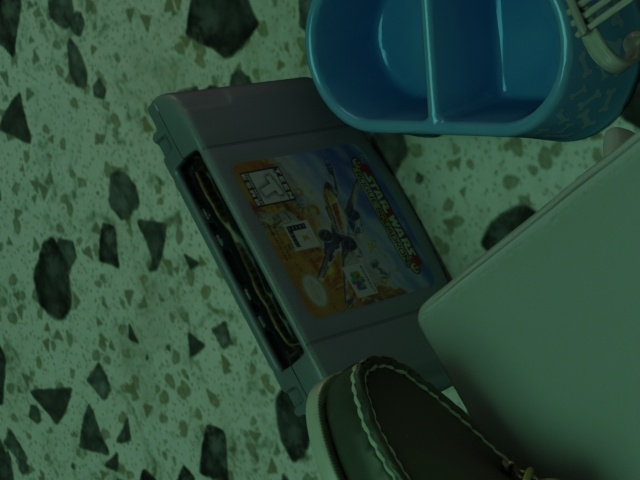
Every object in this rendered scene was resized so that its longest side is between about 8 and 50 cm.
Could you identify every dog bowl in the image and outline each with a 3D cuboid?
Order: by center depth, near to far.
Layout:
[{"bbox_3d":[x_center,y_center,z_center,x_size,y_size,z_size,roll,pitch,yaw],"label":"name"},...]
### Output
[{"bbox_3d":[0.105,-0.155,1.266,0.297,0.074,0.166,6,104,44],"label":"dog bowl"}]

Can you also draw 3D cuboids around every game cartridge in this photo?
[{"bbox_3d":[0.000,0.000,1.324,0.062,0.198,0.297,-42,71,44],"label":"game cartridge"}]

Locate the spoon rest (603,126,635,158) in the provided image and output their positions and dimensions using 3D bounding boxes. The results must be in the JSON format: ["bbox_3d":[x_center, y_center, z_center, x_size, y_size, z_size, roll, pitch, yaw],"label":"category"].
[{"bbox_3d":[0.256,-0.115,1.021,0.137,0.084,0.276,25,140,-2],"label":"spoon rest"}]

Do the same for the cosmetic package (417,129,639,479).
[{"bbox_3d":[0.336,0.099,0.912,0.327,0.329,0.394,-43,71,43],"label":"cosmetic package"}]

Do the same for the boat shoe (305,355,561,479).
[{"bbox_3d":[0.111,0.173,0.852,0.305,0.109,0.091,51,133,15],"label":"boat shoe"}]

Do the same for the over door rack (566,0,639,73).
[{"bbox_3d":[0.216,-0.309,1.083,0.239,0.108,0.324,-35,78,44],"label":"over door rack"}]
